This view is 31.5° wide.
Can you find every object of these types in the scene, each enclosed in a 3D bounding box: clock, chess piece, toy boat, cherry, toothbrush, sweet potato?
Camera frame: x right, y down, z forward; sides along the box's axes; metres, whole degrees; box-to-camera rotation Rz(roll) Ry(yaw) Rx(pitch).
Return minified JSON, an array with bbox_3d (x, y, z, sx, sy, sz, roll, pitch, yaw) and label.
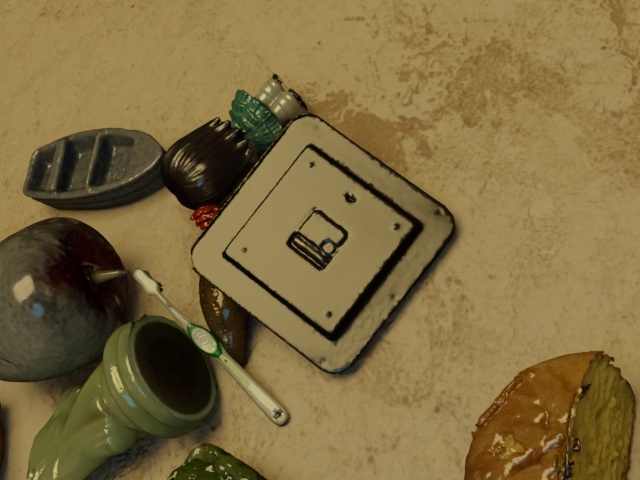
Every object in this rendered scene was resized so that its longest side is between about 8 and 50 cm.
[{"bbox_3d":[0.000,0.000,1.513,0.278,0.049,0.273,36,85,14],"label":"clock"},{"bbox_3d":[-0.301,0.243,1.579,0.298,0.175,0.176,-36,50,25],"label":"chess piece"},{"bbox_3d":[-0.355,-0.116,1.842,0.282,0.078,0.127,-4,61,29],"label":"toy boat"},{"bbox_3d":[-0.402,0.091,1.660,0.296,0.218,0.255,-32,27,24],"label":"cherry"},{"bbox_3d":[-0.152,0.142,1.541,0.030,0.030,0.304,-47,71,0],"label":"toothbrush"},{"bbox_3d":[-0.097,0.022,1.599,0.124,0.098,0.310,24,81,31],"label":"sweet potato"}]

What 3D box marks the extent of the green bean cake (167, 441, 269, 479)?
[{"bbox_3d":[-0.118,0.377,1.396,0.214,0.113,0.200,24,79,39],"label":"green bean cake"}]

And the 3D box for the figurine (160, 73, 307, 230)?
[{"bbox_3d":[-0.128,-0.138,1.703,0.245,0.110,0.138,-43,68,-5],"label":"figurine"}]

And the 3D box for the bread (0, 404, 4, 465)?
[{"bbox_3d":[-0.559,0.361,1.664,0.166,0.132,0.294,-17,55,15],"label":"bread"}]

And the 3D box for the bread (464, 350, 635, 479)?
[{"bbox_3d":[0.244,0.251,1.228,0.147,0.160,0.261,-5,65,38],"label":"bread"}]
